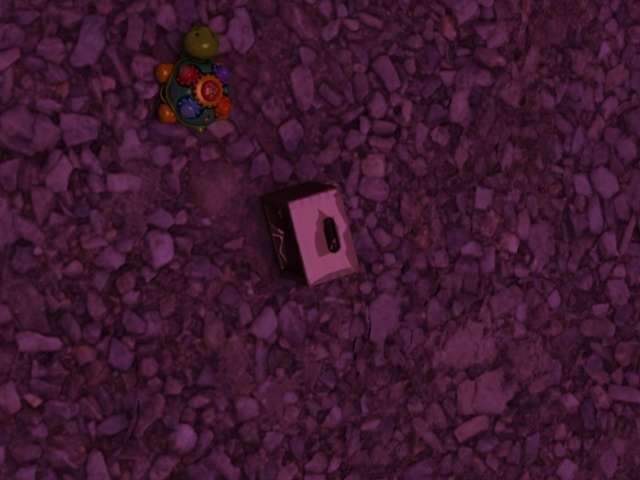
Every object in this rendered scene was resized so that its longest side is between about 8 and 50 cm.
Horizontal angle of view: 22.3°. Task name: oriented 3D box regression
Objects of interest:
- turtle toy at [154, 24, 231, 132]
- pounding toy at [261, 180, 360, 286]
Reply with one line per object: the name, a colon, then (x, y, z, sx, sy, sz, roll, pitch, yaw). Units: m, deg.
turtle toy: (-0.148, -0.196, 1.974, 0.095, 0.066, 0.130, -6, 96, -31)
pounding toy: (0.000, 0.000, 2.048, 0.100, 0.130, 0.141, -18, 101, -17)
